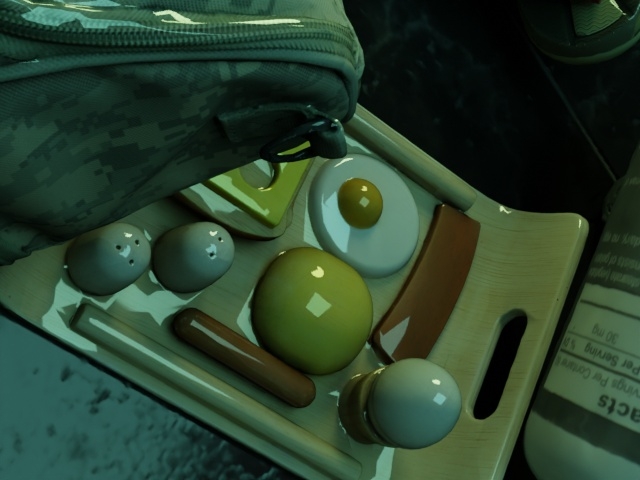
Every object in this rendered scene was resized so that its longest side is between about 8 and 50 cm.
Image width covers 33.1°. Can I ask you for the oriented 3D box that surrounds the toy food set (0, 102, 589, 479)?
[{"bbox_3d":[0.000,0.000,0.587,0.306,0.092,0.220,34,65,-20],"label":"toy food set"}]

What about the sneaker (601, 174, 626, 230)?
[{"bbox_3d":[0.295,0.062,0.752,0.100,0.108,0.271,-43,88,7],"label":"sneaker"}]

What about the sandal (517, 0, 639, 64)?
[{"bbox_3d":[0.205,-0.245,0.760,0.086,0.120,0.303,41,60,-49],"label":"sandal"}]

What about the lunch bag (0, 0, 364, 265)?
[{"bbox_3d":[-0.136,-0.149,0.415,0.255,0.212,0.305,-14,77,-6],"label":"lunch bag"}]

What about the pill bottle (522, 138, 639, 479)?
[{"bbox_3d":[0.237,0.073,0.600,0.204,0.204,0.361,22,90,-25],"label":"pill bottle"}]

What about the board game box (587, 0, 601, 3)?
[{"bbox_3d":[0.155,-0.298,0.712,0.145,0.027,0.281,18,76,12],"label":"board game box"}]
